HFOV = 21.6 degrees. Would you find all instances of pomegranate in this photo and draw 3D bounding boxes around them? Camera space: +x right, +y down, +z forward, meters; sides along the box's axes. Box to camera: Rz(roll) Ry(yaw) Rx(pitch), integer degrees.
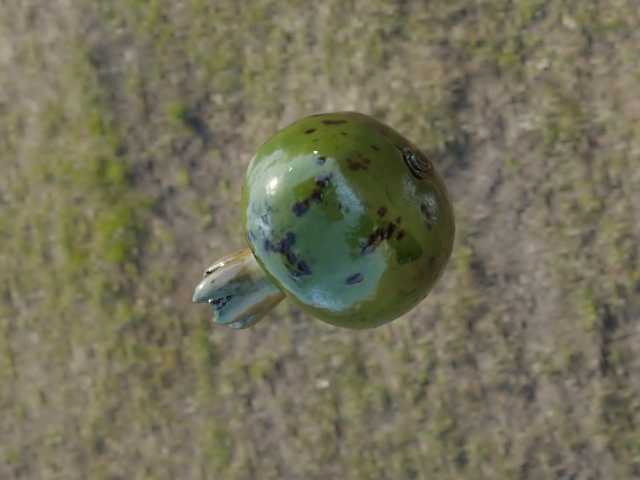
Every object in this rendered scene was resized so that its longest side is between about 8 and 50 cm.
[{"bbox_3d":[0.000,0.000,0.854,0.142,0.114,0.114,-34,68,24],"label":"pomegranate"}]
